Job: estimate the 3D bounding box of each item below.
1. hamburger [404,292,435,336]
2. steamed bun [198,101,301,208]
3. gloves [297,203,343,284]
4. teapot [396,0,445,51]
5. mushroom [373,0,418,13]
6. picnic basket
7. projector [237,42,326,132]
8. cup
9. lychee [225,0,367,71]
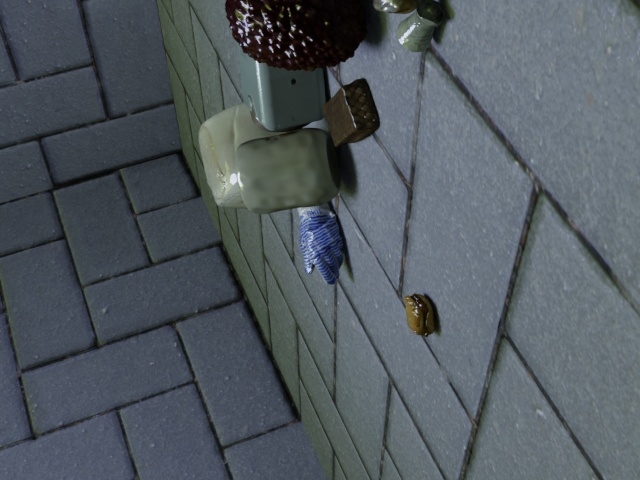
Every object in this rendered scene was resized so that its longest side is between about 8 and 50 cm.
[{"bbox_3d":[0.194,0.145,1.724,0.076,0.044,0.083,-124,23,-53],"label":"hamburger"},{"bbox_3d":[-0.165,-0.237,2.303,0.290,0.273,0.272,65,149,15],"label":"steamed bun"},{"bbox_3d":[-0.003,-0.003,2.170,0.097,0.119,0.229,-26,-83,-72],"label":"gloves"},{"bbox_3d":[0.150,-0.325,1.309,0.067,0.057,0.083,67,158,8],"label":"teapot"},{"bbox_3d":[0.075,-0.493,1.265,0.109,0.097,0.352,-19,84,59],"label":"mushroom"},{"bbox_3d":[0.055,-0.250,1.760,0.193,0.054,0.110,158,94,-74],"label":"picnic basket"},{"bbox_3d":[-0.087,-0.363,1.944,0.177,0.163,0.243,-127,26,-56],"label":"projector"},{"bbox_3d":[-0.057,-0.131,1.998,0.255,0.202,0.173,65,-160,-51],"label":"cup"},{"bbox_3d":[-0.035,-0.411,1.576,0.271,0.271,0.271,162,90,-76],"label":"lychee"}]
